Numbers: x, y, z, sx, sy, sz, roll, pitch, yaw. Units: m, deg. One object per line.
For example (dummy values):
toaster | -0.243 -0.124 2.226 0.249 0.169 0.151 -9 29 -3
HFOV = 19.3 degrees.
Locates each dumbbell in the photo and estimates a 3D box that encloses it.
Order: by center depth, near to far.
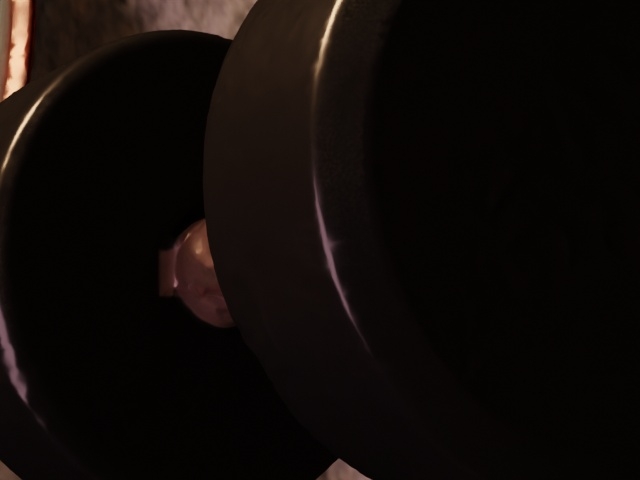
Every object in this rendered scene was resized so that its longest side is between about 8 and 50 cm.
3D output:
dumbbell | 0.000 0.000 0.528 0.218 0.152 0.152 -14 95 53

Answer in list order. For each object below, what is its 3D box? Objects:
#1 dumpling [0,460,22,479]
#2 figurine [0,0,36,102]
dumpling | -0.110 0.125 0.675 0.193 0.258 0.147 -51 34 31
figurine | -0.174 0.022 0.751 0.226 0.183 0.160 71 -161 -60
